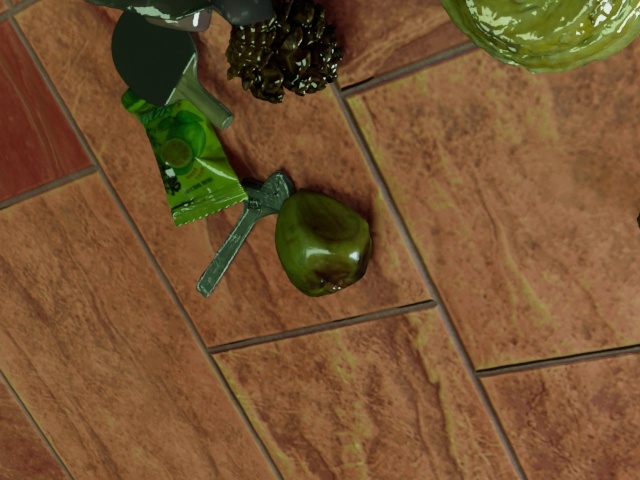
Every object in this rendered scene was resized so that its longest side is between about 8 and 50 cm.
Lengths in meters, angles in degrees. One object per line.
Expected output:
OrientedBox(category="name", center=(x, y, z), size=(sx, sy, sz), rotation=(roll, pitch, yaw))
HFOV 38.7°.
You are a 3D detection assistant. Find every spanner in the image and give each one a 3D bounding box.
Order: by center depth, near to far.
OrientedBox(category="spanner", center=(-0.133, -0.007, 1.505), size=(0.093, 0.026, 0.325), rotation=(37, 130, 1))

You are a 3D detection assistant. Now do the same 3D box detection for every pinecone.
OrientedBox(category="pinecone", center=(-0.048, -0.259, 1.225), size=(0.173, 0.173, 0.174), rotation=(13, 124, 20))

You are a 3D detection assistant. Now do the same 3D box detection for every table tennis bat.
OrientedBox(category="table tennis bat", center=(-0.222, -0.254, 1.362), size=(0.246, 0.022, 0.138), rotation=(43, 118, 14))

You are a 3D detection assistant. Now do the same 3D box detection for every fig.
OrientedBox(category="fig", center=(0.000, 0.000, 1.376), size=(0.166, 0.144, 0.154), rotation=(57, 164, -4))

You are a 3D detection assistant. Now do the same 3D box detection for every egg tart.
OrientedBox(category="egg tart", center=(0.253, -0.323, 1.056), size=(0.290, 0.115, 0.290), rotation=(12, 122, 19))

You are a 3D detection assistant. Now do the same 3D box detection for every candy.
OrientedBox(category="candy", center=(-0.215, -0.150, 1.424), size=(0.149, 0.069, 0.246), rotation=(-25, 83, 30))

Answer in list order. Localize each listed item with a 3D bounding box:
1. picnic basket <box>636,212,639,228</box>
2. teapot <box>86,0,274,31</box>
OrientedBox(category="picnic basket", center=(0.453, -0.033, 1.160), size=(0.072, 0.072, 0.083), rotation=(42, 128, -2))
OrientedBox(category="teapot", center=(-0.161, -0.438, 1.065), size=(0.305, 0.376, 0.362), rotation=(3, 109, -25))
